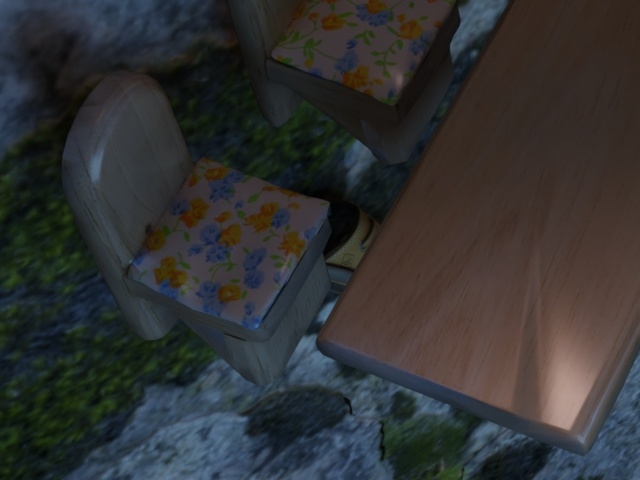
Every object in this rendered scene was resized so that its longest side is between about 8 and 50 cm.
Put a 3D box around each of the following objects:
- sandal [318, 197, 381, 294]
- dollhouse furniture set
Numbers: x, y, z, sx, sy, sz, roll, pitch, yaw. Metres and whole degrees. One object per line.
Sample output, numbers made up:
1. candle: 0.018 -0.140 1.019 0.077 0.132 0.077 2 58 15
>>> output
1. sandal: 0.000 0.000 1.014 0.180 0.072 0.049 6 103 -44
2. dollhouse furniture set: 0.133 -0.112 0.763 0.394 0.362 0.256 -59 156 -25
